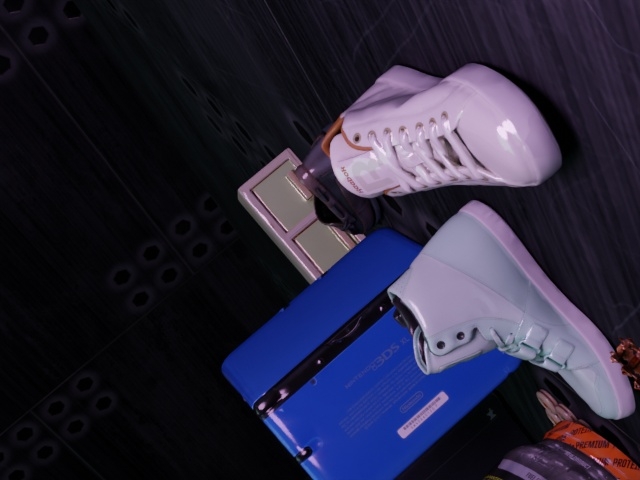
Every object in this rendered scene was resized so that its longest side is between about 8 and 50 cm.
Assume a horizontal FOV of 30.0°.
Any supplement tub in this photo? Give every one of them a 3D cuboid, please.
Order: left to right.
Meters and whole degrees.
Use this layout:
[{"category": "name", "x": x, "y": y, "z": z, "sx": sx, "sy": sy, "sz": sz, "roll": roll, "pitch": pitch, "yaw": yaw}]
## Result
[{"category": "supplement tub", "x": 0.232, "y": 0.385, "z": 1.380, "sx": 0.207, "sy": 0.338, "sz": 0.207, "roll": 42, "pitch": 166, "yaw": 13}]

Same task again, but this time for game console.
[{"category": "game console", "x": 0.057, "y": 0.148, "z": 1.474, "sx": 0.250, "sy": 0.293, "sz": 0.173, "roll": 49, "pitch": 173, "yaw": 7}]

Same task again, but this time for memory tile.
[{"category": "memory tile", "x": 0.325, "y": 0.252, "z": 1.494, "sx": 0.113, "sy": 0.012, "sz": 0.148, "roll": 40, "pitch": 168, "yaw": 51}]

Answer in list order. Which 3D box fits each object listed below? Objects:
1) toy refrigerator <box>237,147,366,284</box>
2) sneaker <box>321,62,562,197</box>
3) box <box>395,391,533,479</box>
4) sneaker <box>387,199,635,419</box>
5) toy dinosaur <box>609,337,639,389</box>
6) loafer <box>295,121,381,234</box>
[{"category": "toy refrigerator", "x": 0.000, "y": 0.000, "z": 1.785, "sx": 0.269, "sy": 0.102, "sz": 0.094, "roll": 50, "pitch": 172, "yaw": 5}, {"category": "sneaker", "x": 0.085, "y": -0.069, "z": 0.957, "sx": 0.106, "sy": 0.123, "sz": 0.290, "roll": 55, "pitch": 170, "yaw": -17}, {"category": "box", "x": 0.195, "y": 0.433, "z": 1.842, "sx": 0.312, "sy": 0.343, "sz": 0.179, "roll": 53, "pitch": 172, "yaw": -17}, {"category": "sneaker", "x": 0.175, "y": 0.104, "z": 1.144, "sx": 0.256, "sy": 0.151, "sz": 0.094, "roll": 49, "pitch": 170, "yaw": 0}, {"category": "toy dinosaur", "x": 0.320, "y": 0.185, "z": 0.800, "sx": 0.322, "sy": 0.164, "sz": 0.218, "roll": 19, "pitch": 172, "yaw": 33}, {"category": "loafer", "x": 0.013, "y": -0.062, "z": 1.490, "sx": 0.096, "sy": 0.084, "sz": 0.267, "roll": 47, "pitch": 171, "yaw": 19}]
